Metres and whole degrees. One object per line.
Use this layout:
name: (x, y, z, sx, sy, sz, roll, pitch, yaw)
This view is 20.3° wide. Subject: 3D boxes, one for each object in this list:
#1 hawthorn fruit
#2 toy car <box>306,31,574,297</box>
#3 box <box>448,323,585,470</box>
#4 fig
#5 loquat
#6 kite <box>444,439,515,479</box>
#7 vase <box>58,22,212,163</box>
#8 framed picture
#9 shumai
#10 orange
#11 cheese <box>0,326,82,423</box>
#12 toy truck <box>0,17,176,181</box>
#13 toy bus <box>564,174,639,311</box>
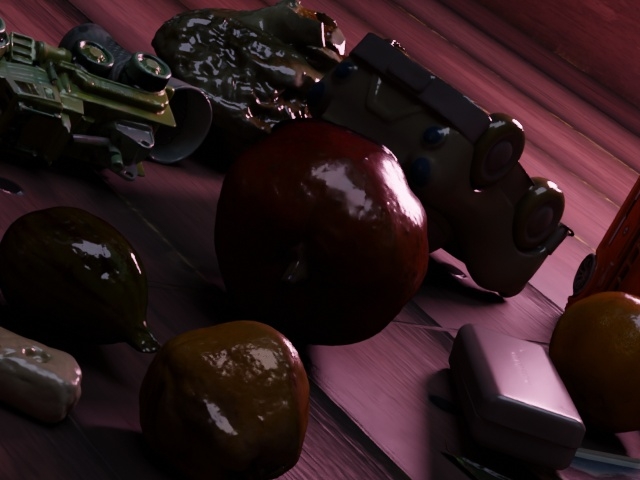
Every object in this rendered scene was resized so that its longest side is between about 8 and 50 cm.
hawthorn fruit: (0.000, 0.000, 1.670, 0.215, 0.215, 0.249, 27, 14, 0)
toy car: (0.118, -0.060, 2.105, 0.242, 0.226, 0.336, 38, -7, 35)
box: (0.185, 0.147, 1.727, 0.103, 0.055, 0.243, 18, 13, -6)
fig: (-0.187, 0.040, 1.434, 0.109, 0.103, 0.154, -30, 63, -28)
loquat: (-0.069, 0.125, 1.341, 0.137, 0.113, 0.137, 7, 45, -7)
kite: (0.250, 0.270, 1.562, 0.234, 0.016, 0.321, 8, 25, -49)
vase: (-0.223, -0.178, 2.073, 0.096, 0.096, 0.219, 11, 20, -45)
framed picture: (0.282, 0.233, 1.696, 0.203, 0.015, 0.150, 14, 13, -36)
shumai: (-0.071, -0.214, 2.169, 0.189, 0.218, 0.256, 66, -6, -34)
orange: (0.311, 0.132, 1.878, 0.159, 0.159, 0.136, 33, 58, 21)
cheese: (-0.263, 0.073, 1.305, 0.194, 0.043, 0.065, 28, 21, -4)
toy truck: (-0.271, -0.133, 1.799, 0.259, 0.128, 0.135, 18, 32, -30)
toy bus: (0.434, -0.006, 2.160, 0.143, 0.329, 0.153, 25, 18, -12)
